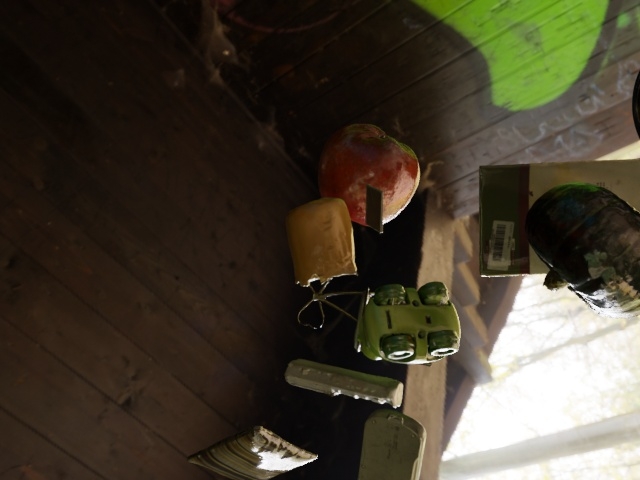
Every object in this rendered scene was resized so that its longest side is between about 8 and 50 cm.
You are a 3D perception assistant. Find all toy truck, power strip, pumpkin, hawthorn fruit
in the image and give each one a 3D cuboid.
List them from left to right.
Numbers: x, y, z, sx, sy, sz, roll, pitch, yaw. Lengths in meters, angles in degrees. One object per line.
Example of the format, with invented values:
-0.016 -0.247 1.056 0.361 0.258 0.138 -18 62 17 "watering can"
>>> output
0.124 -0.180 1.687 0.284 0.284 0.284 35 -138 -39 "hawthorn fruit"
0.090 0.327 0.843 0.029 0.080 0.226 -29 -51 -59 "power strip"
0.156 0.178 1.230 0.187 0.210 0.148 9 -120 -31 "toy truck"
0.374 0.015 0.863 0.211 0.152 0.211 46 177 3 "pumpkin"

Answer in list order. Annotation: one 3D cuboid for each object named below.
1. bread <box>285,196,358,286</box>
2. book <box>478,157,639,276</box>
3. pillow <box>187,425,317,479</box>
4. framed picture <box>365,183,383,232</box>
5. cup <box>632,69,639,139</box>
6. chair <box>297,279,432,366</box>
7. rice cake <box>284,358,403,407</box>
-0.001 0.000 1.242 0.085 0.134 0.173 14 -117 -77 "bread"
0.416 -0.039 1.078 0.026 0.290 0.201 -95 4 -84 "book"
-0.152 0.488 1.405 0.208 0.212 0.052 40 -151 -39 "pillow"
0.111 -0.067 1.292 0.007 0.066 0.089 -9 -69 -23 "framed picture"
0.840 -0.267 1.231 0.242 0.292 0.307 89 165 -48 "cup"
0.099 0.176 1.425 0.170 0.326 0.159 -62 -21 -70 "chair"
0.043 0.292 1.278 0.052 0.256 0.057 -44 -46 -51 "rice cake"
